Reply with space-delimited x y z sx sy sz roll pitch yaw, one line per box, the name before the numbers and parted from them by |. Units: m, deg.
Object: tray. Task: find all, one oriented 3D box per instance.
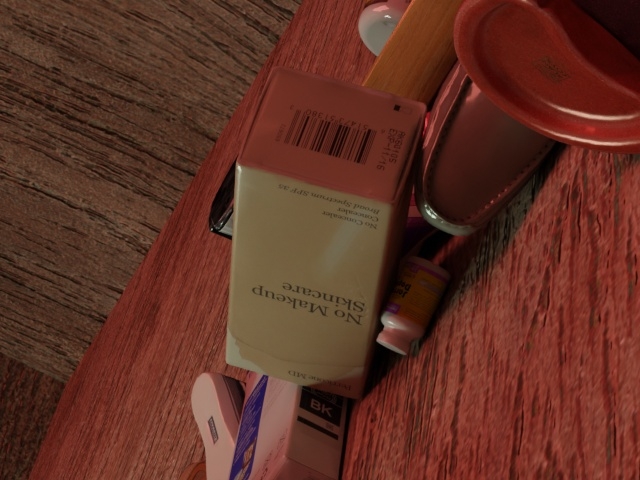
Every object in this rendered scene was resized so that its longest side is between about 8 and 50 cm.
tray | 0.180 -0.291 1.851 0.411 0.076 0.203 -57 -8 23

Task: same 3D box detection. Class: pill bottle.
pill bottle | 0.082 0.059 1.688 0.083 0.043 0.043 -64 10 -9
pill bottle | 0.131 -0.313 2.207 0.215 0.117 0.117 -68 11 -26

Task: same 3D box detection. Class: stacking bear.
stacking bear | 0.234 -0.223 1.378 0.289 0.175 0.164 -56 15 -19

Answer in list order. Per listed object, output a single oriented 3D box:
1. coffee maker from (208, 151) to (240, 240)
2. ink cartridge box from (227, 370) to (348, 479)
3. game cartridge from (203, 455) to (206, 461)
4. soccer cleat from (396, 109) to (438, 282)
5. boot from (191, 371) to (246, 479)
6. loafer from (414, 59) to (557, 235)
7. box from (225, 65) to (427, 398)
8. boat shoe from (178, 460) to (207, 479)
coffee maker | -0.029 -0.019 2.068 0.120 0.178 0.171 -64 10 -12
ink cartridge box | -0.031 0.183 1.882 0.165 0.065 0.332 -58 13 30
game cartridge | -0.132 0.272 2.293 0.083 0.017 0.056 -66 7 -18
soccer cleat | 0.077 -0.055 1.800 0.318 0.116 0.108 -53 14 44
boot | -0.076 0.224 2.009 0.069 0.086 0.190 -48 42 37
loafer | 0.177 -0.148 1.561 0.319 0.112 0.111 -61 2 3
box | 0.000 0.000 1.704 0.311 0.148 0.121 95 -168 -53
boat shoe | -0.147 0.326 2.104 0.072 0.068 0.190 -17 44 44
